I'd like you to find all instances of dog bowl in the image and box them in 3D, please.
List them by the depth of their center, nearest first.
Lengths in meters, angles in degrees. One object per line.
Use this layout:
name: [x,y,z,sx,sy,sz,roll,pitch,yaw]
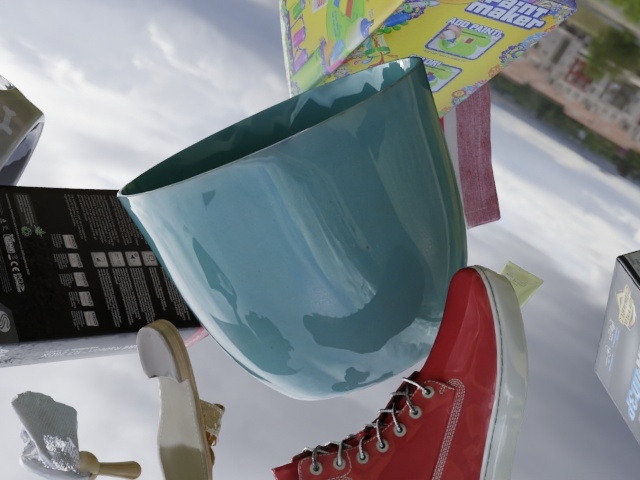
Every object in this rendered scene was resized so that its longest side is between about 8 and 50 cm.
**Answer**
dog bowl: [-0.476,-0.058,1.318,0.102,0.348,0.349,32,-168,-11]

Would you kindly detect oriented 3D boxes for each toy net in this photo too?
toy net: [-0.180,0.222,0.836,0.232,0.045,0.122,45,-159,-12]

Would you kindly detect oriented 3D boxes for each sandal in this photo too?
sandal: [-0.141,0.195,1.166,0.088,0.240,0.079,4,-159,40]

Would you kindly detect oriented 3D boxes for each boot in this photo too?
boot: [0.057,0.133,0.776,0.176,0.244,0.088,8,177,-13]

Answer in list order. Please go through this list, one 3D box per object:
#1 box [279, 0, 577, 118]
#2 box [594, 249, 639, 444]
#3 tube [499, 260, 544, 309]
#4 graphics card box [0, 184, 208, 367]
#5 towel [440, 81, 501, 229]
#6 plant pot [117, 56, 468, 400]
box: [0.095,-0.313,1.109,0.177,0.279,0.290,9,-116,-30]
box: [0.395,0.144,1.196,0.051,0.220,0.175,-14,-134,-9]
tube: [0.285,0.147,1.776,0.070,0.240,0.062,38,179,9]
graphics card box: [-0.332,0.045,1.404,0.371,0.094,0.232,-1,-116,-47]
towel: [0.114,-0.101,1.402,0.329,0.237,0.037,-18,-162,-31]
plant pot: [0.000,0.000,0.927,0.293,0.293,0.235,-96,-18,-75]
